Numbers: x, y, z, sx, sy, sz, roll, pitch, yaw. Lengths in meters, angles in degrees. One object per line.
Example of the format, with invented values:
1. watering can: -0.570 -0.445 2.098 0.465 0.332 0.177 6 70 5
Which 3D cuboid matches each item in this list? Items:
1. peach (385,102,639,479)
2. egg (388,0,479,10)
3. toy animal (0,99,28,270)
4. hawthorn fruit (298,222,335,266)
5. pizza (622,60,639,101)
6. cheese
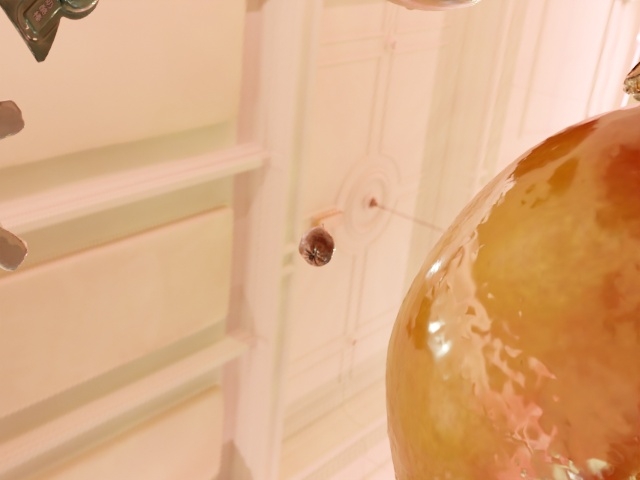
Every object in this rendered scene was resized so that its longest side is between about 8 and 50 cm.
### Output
1. peach: 0.185 0.084 0.424 0.308 0.308 0.332 -31 -43 -40
2. egg: 0.090 -0.322 0.792 0.233 0.195 0.195 42 -110 -11
3. toy animal: -0.326 -0.044 0.694 0.138 0.282 0.140 -10 -83 -26
4. hawthorn fruit: 0.000 0.000 1.491 0.103 0.067 0.067 -61 -27 -49
5. pizza: 0.496 -0.225 1.062 0.185 0.195 0.052 -36 -68 3
6. cheese: -0.203 -0.198 0.653 0.067 0.026 0.120 64 -142 -42
